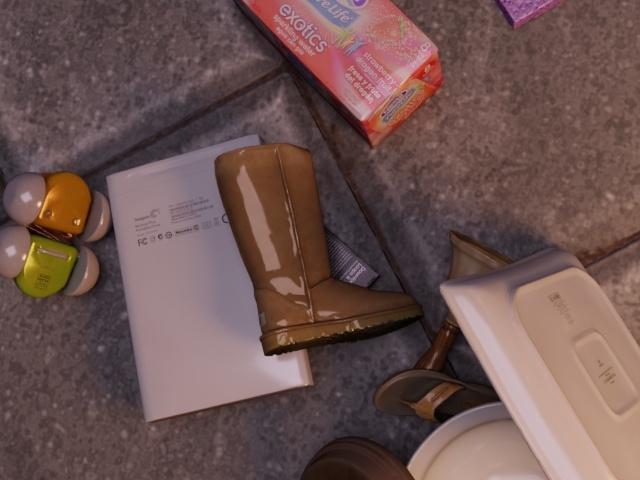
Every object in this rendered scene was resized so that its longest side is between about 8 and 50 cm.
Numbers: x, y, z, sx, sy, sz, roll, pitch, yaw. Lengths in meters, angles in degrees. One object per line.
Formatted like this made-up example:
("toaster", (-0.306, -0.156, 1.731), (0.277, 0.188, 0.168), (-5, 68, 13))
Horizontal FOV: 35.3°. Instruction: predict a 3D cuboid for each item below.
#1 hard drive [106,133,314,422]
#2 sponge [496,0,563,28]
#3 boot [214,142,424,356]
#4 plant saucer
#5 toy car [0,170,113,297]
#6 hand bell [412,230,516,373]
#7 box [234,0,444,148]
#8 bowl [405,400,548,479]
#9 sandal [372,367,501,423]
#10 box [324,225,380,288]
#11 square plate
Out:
("hard drive", (-0.157, 0.052, 1.384), (0.233, 0.047, 0.353), (-14, 76, 10))
("sponge", (0.331, -0.397, 1.404), (0.210, 0.031, 0.117), (-29, 78, 4))
("boot", (0.000, 0.000, 1.324), (0.236, 0.089, 0.269), (-7, 74, -21))
("plant saucer", (0.044, 0.382, 1.237), (0.278, 0.041, 0.278), (4, 95, 51))
("toy car", (-0.394, -0.011, 1.424), (0.136, 0.159, 0.182), (8, 82, 46))
("hand bell", (0.169, 0.121, 1.330), (0.126, 0.126, 0.242), (30, 100, 13))
("box", (0.016, -0.291, 1.379), (0.142, 0.154, 0.300), (-43, 76, 1))
("bowl", (0.243, 0.347, 1.251), (0.298, 0.134, 0.298), (-1, 82, 9))
("sandal", (0.159, 0.212, 1.301), (0.180, 0.049, 0.072), (12, 115, -7))
("box", (-0.014, 0.039, 1.397), (0.162, 0.029, 0.116), (42, 91, 14))
("square plate", (0.314, 0.165, 1.171), (0.049, 0.347, 0.344), (-37, 76, 32))
